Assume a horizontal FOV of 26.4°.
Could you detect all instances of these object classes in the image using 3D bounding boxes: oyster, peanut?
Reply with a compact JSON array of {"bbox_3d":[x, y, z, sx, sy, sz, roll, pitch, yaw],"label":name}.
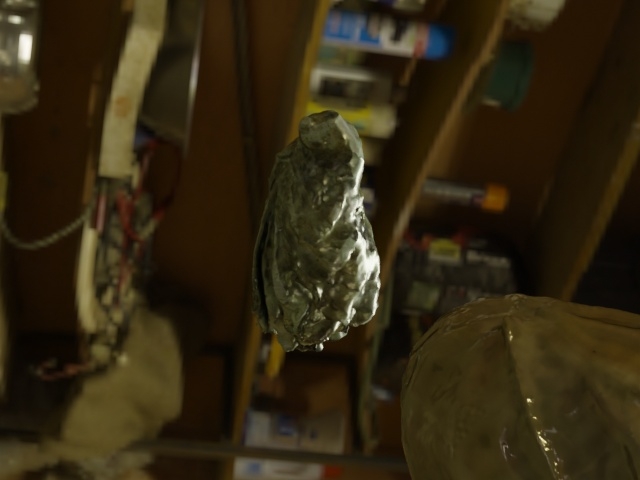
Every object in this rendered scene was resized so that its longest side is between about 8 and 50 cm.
[{"bbox_3d":[0.000,0.000,1.196,0.268,0.112,0.198,61,34,-81],"label":"oyster"},{"bbox_3d":[0.183,0.154,0.697,0.174,0.340,0.158,-48,166,15],"label":"peanut"}]
